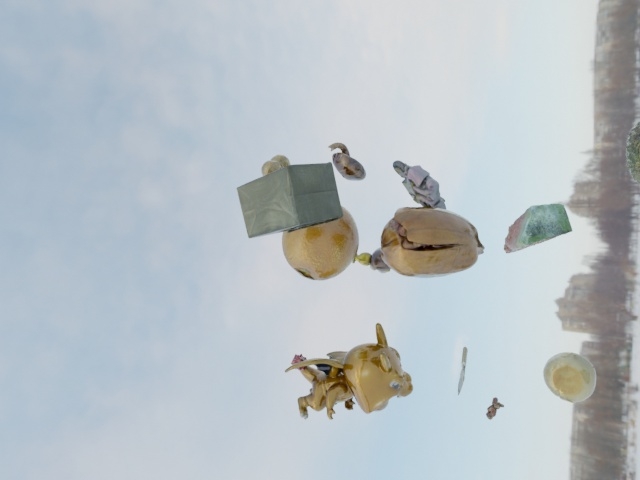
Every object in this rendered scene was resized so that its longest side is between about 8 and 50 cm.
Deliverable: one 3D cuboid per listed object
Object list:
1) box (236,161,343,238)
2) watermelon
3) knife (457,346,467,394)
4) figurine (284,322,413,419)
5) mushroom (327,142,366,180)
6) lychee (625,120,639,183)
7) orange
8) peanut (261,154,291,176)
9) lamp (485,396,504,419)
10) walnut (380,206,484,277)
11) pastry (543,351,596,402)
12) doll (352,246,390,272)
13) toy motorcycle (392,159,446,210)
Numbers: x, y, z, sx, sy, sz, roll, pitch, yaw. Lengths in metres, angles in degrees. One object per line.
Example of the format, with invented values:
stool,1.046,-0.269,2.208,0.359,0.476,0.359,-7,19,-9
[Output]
box,-0.083,-0.099,1.263,0.149,0.231,0.155,-13,-88,-42
watermelon,0.779,-0.024,1.815,0.256,0.193,0.139,102,159,-70
knife,0.490,0.446,1.662,0.298,0.017,0.047,-35,-59,-66
figurine,0.095,0.481,1.705,0.401,0.387,0.268,34,-144,-58
mushroom,0.087,-0.269,1.691,0.080,0.135,0.170,-45,-73,-8
lychee,1.264,-0.354,1.772,0.270,0.270,0.320,-11,-37,-56
orange,0.000,0.000,1.628,0.274,0.274,0.274,-4,-85,-57
peanut,-0.153,-0.252,1.691,0.193,0.089,0.089,-59,-39,-66
lamp,0.656,0.640,1.832,0.083,0.031,0.063,-61,3,7
walnut,0.324,0.008,1.369,0.336,0.209,0.209,6,-95,-21
pastry,0.798,0.438,1.554,0.092,0.156,0.156,4,-92,-66
doll,0.222,0.071,1.861,0.145,0.188,0.096,-17,-74,-45
toy motorcycle,0.320,-0.164,1.507,0.073,0.152,0.225,-47,-65,-8
